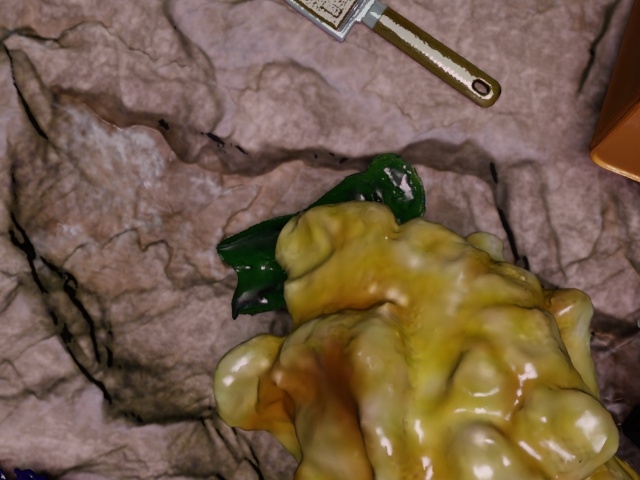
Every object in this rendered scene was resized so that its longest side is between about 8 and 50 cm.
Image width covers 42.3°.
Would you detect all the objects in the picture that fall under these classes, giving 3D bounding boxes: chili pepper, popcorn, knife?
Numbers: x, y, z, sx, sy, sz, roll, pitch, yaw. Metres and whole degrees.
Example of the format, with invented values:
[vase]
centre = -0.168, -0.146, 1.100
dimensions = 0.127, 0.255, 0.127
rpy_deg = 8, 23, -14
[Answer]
[chili pepper]
centre = 0.000, 0.000, 0.800
dimensions = 0.224, 0.061, 0.098
rpy_deg = -31, 96, -1
[popcorn]
centre = 0.098, 0.133, 0.690
dimensions = 0.274, 0.335, 0.279
rpy_deg = -46, 132, -1
[knife]
centre = 0.028, -0.228, 0.819
dimensions = 0.343, 0.027, 0.061
rpy_deg = 36, 94, 1

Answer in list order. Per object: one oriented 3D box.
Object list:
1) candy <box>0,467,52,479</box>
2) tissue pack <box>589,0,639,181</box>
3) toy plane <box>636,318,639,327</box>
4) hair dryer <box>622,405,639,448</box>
[candy]
centre = -0.305, 0.357, 0.799
dimensions = 0.145, 0.070, 0.275
rpy_deg = 19, 94, 9
[tissue pack]
centre = 0.372, -0.179, 0.724
dimensions = 0.194, 0.145, 0.275
rpy_deg = 22, 73, 0
[toy plane]
centre = 0.347, 0.089, 0.806
dimensions = 0.080, 0.033, 0.083
rpy_deg = -5, 96, 0
[hair dryer]
centre = 0.463, 0.170, 0.779
dimensions = 0.244, 0.116, 0.302
rpy_deg = 43, 79, 1
